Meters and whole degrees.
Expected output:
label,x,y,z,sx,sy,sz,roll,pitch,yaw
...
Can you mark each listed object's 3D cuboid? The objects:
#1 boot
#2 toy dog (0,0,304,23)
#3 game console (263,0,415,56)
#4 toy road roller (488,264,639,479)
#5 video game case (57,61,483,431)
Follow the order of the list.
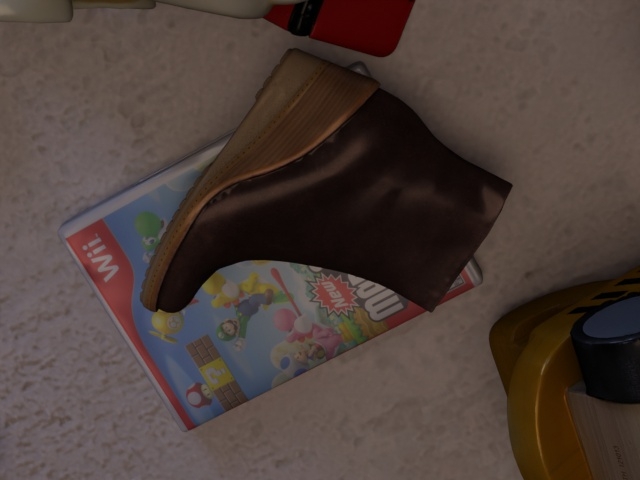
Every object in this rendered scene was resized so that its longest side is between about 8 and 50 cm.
label,x,y,z,sx,sy,sz,roll,pitch,yaw
boot,0.000,0.000,1.189,0.207,0.090,0.248,35,103,-4
toy dog,-0.151,-0.350,1.014,0.395,0.284,0.408,4,101,19
game console,0.011,-0.228,1.185,0.124,0.085,0.144,31,110,28
toy road roller,0.281,0.092,1.191,0.329,0.240,0.202,-27,106,-26
video game case,-0.041,0.010,1.258,0.285,0.025,0.204,-28,103,13
